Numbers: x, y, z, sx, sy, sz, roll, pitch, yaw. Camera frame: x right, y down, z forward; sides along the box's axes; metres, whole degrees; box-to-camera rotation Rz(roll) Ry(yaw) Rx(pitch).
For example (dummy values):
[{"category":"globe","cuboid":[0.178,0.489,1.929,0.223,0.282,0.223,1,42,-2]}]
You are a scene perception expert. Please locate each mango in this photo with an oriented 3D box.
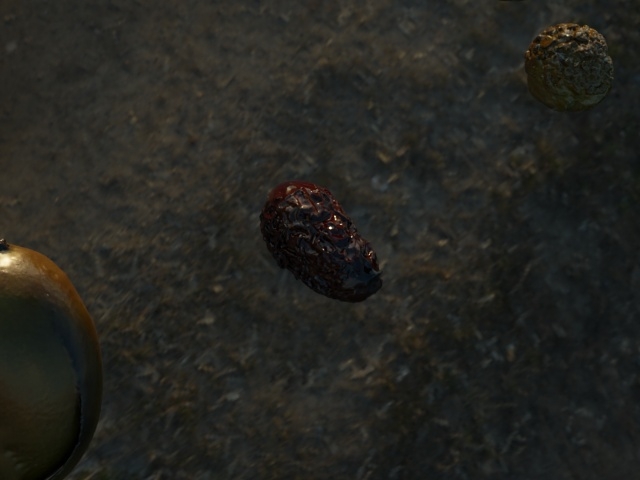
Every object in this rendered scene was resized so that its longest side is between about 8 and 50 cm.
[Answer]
[{"category":"mango","cuboid":[-0.272,0.111,1.005,0.166,0.236,0.136,0,22,10]}]

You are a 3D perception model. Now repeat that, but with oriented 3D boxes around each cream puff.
[{"category":"cream puff","cuboid":[0.364,-0.260,1.708,0.126,0.103,0.144,-16,47,-3]}]

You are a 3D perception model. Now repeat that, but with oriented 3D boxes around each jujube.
[{"category":"jujube","cuboid":[-0.004,0.001,1.252,0.104,0.104,0.166,-14,41,-35]}]
